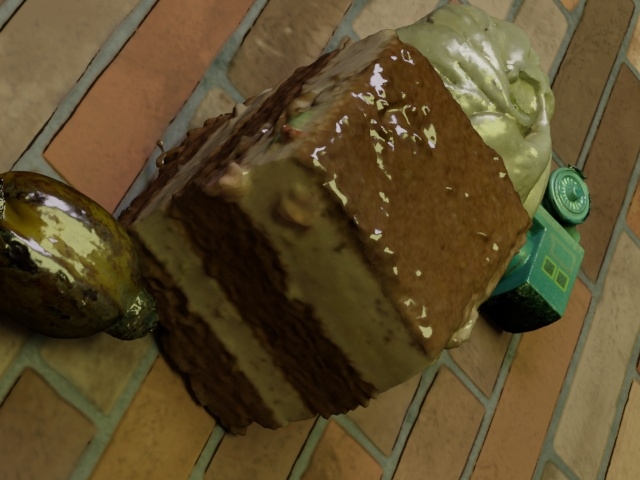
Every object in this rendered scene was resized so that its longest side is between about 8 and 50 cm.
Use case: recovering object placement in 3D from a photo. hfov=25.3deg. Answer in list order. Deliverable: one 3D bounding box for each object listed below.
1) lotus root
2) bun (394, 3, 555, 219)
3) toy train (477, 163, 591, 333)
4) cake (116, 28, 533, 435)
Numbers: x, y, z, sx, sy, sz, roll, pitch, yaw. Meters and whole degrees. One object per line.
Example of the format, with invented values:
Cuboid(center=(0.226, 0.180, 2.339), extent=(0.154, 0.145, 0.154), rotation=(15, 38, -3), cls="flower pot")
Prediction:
Cuboid(center=(-0.222, 0.018, 1.192), extent=(0.209, 0.120, 0.120), rotation=(39, 50, -26), cls="lotus root")
Cuboid(center=(0.148, -0.120, 1.456), extent=(0.259, 0.160, 0.259), rotation=(10, 73, -35), cls="bun")
Cuboid(center=(0.190, -0.047, 1.639), extent=(0.298, 0.120, 0.194), rotation=(43, 53, -25), cls="toy train")
Cuboid(center=(0.000, 0.000, 1.302), extent=(0.282, 0.290, 0.255), rotation=(55, 45, -19), cls="cake")
